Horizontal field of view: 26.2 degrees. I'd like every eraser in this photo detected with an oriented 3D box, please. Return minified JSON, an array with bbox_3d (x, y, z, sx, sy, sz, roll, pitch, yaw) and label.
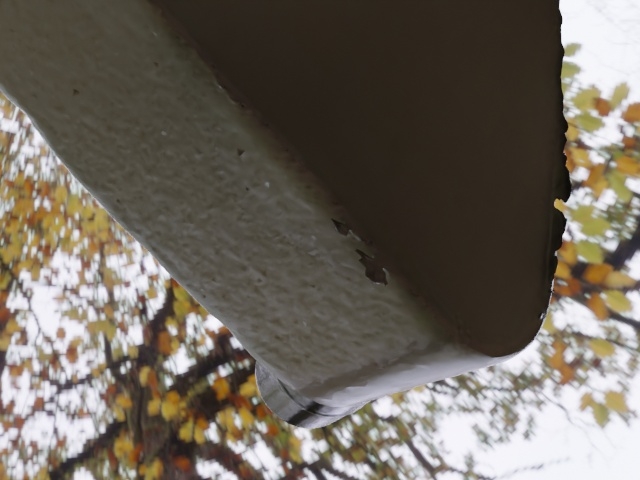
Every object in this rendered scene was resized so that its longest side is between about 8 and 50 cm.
[{"bbox_3d":[0.009,-0.117,0.729,0.331,0.150,0.331,13,-113,-35],"label":"eraser"}]

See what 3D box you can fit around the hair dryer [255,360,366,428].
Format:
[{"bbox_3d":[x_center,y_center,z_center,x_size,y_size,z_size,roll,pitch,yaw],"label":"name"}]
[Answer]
[{"bbox_3d":[0.000,0.000,0.853,0.071,0.124,0.219,0,-109,-19],"label":"hair dryer"}]
